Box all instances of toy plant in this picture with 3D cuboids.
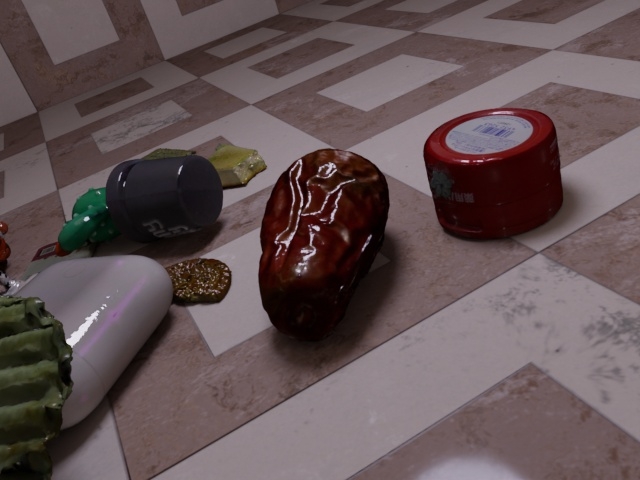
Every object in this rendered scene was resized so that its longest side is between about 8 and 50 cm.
[{"bbox_3d":[-0.415,-0.073,1.360,0.399,0.185,0.280,-8,39,30],"label":"toy plant"}]

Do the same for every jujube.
[{"bbox_3d":[0.000,0.000,0.999,0.216,0.216,0.342,-7,43,20],"label":"jujube"}]

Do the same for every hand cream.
[{"bbox_3d":[0.293,-0.121,1.062,0.230,0.150,0.230,-12,29,7],"label":"hand cream"}]

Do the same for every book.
[{"bbox_3d":[-0.592,0.054,1.406,0.162,0.022,0.232,-19,29,3],"label":"book"}]

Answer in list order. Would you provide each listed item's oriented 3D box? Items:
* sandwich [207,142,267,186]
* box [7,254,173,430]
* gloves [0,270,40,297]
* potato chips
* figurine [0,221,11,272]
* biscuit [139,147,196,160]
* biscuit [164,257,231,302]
[{"bbox_3d":[-0.213,-0.197,1.576,0.162,0.058,0.193,-6,30,18],"label":"sandwich"},{"bbox_3d":[-0.420,0.154,1.017,0.288,0.141,0.349,-3,33,24],"label":"box"},{"bbox_3d":[-0.618,0.122,1.228,0.212,0.111,0.128,-17,53,-3],"label":"gloves"},{"bbox_3d":[-0.496,0.249,0.825,0.428,0.070,0.359,-15,59,17],"label":"potato chips"},{"bbox_3d":[-0.817,0.022,1.487,0.226,0.160,0.183,19,46,35],"label":"figurine"},{"bbox_3d":[-0.472,-0.233,1.825,0.203,0.016,0.144,14,43,46],"label":"biscuit"},{"bbox_3d":[-0.247,0.071,1.174,0.206,0.025,0.126,0,34,29],"label":"biscuit"}]
